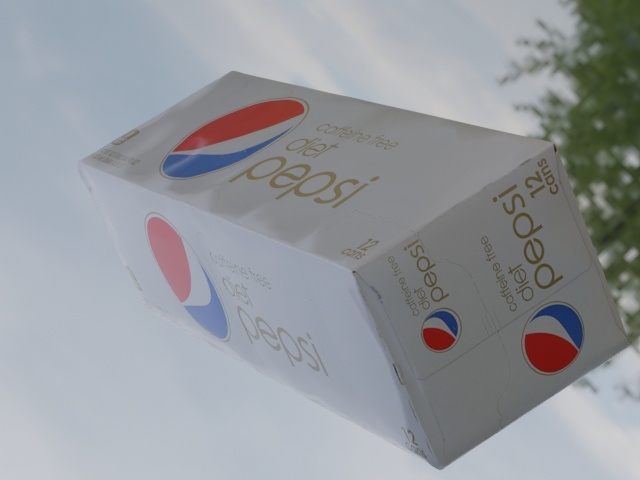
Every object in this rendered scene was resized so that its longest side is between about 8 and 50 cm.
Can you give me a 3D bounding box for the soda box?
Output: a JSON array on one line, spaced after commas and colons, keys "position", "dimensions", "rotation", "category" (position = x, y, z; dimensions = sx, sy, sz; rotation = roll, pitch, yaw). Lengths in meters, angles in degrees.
[{"position": [0.000, 0.000, 0.601], "dimensions": [0.216, 0.074, 0.069], "rotation": [20, 138, 61], "category": "soda box"}]
